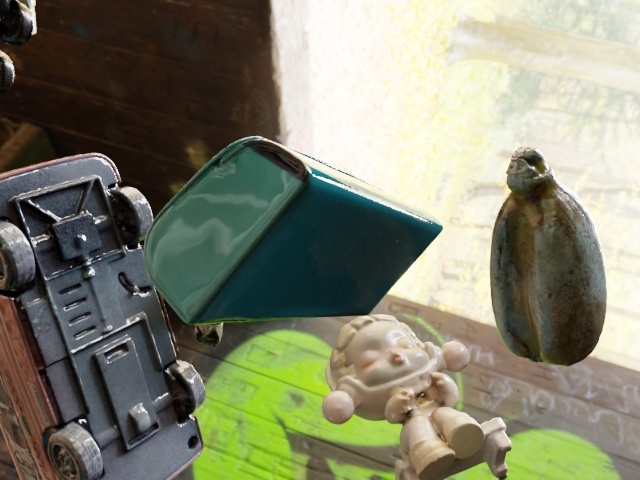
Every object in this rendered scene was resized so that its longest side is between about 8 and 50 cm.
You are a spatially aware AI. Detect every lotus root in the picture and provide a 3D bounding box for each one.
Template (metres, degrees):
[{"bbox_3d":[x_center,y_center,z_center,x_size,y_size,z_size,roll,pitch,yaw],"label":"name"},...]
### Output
[{"bbox_3d":[0.317,0.022,0.968,0.140,0.158,0.322,-18,107,-34],"label":"lotus root"}]

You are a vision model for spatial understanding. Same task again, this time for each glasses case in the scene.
[{"bbox_3d":[0.001,-0.002,0.521,0.117,0.070,0.301,-49,158,12],"label":"glasses case"}]

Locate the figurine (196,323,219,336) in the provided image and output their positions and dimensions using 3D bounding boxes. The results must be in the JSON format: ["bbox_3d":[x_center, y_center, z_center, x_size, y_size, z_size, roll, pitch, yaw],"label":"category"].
[{"bbox_3d":[-0.045,0.032,0.981,0.287,0.186,0.176,-20,101,-32],"label":"figurine"}]

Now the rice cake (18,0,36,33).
[{"bbox_3d":[-0.511,-0.335,0.931,0.043,0.237,0.127,-124,-147,-56],"label":"rice cake"}]

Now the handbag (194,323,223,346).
[{"bbox_3d":[-0.254,0.071,1.594,0.316,0.109,0.253,94,-3,-51],"label":"handbag"}]

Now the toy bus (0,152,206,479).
[{"bbox_3d":[-0.318,0.118,0.873,0.203,0.233,0.427,-27,105,-49],"label":"toy bus"}]

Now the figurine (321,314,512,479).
[{"bbox_3d":[0.101,0.178,0.815,0.182,0.256,0.144,-34,133,-1],"label":"figurine"}]

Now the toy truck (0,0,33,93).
[{"bbox_3d":[-0.253,-0.210,0.475,0.259,0.121,0.088,-59,162,20],"label":"toy truck"}]
